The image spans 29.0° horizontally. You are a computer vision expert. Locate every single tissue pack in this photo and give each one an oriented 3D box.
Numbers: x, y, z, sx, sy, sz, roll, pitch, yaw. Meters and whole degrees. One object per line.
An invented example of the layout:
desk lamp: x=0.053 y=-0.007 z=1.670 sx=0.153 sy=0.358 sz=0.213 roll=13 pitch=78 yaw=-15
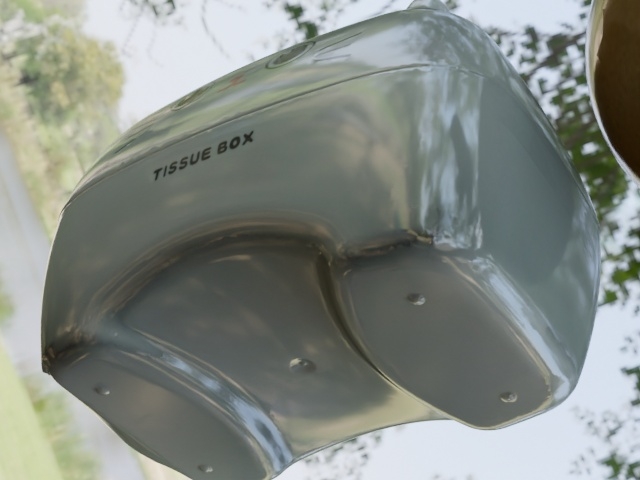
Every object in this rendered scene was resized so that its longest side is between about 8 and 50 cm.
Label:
tissue pack: x=0.000 y=0.000 z=0.789 sx=0.229 sy=0.333 sz=0.236 roll=47 pitch=38 yaw=-37

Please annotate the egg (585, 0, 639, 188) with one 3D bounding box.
egg: x=0.322 y=-0.134 z=0.690 sx=0.282 sy=0.351 sz=0.282 roll=53 pitch=16 yaw=-23
